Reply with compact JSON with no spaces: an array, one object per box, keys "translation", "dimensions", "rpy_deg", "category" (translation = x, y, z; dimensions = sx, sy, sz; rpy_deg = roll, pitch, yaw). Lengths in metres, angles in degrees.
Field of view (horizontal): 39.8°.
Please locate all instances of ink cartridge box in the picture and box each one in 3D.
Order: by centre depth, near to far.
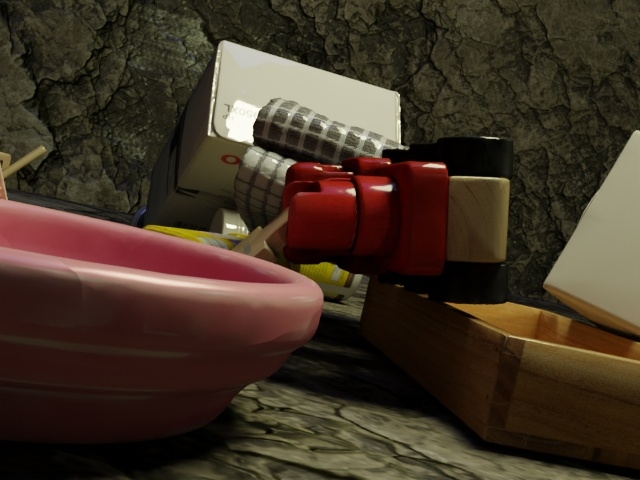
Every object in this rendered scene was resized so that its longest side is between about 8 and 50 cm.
[{"translation":[-0.087,-0.101,1.366],"dimensions":[0.285,0.166,0.395],"rpy_deg":[12,-27,-20],"category":"ink cartridge box"}]

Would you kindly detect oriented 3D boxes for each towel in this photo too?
[{"translation":[0.040,-0.042,0.953],"dimensions":[0.235,0.121,0.284],"rpy_deg":[20,-8,4],"category":"towel"}]

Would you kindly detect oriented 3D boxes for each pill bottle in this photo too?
[{"translation":[-0.050,0.015,1.275],"dimensions":[0.215,0.117,0.117],"rpy_deg":[12,1,-20],"category":"pill bottle"}]

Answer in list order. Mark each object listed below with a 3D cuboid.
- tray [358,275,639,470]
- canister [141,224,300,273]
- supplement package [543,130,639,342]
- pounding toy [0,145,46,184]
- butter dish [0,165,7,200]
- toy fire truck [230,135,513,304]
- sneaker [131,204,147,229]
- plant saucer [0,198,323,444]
[{"translation":[0.172,0.100,0.746],"dimensions":[0.203,0.076,0.411],"rpy_deg":[13,2,-9],"category":"tray"},{"translation":[-0.125,0.027,1.065],"dimensions":[0.126,0.073,0.170],"rpy_deg":[14,4,37],"category":"canister"},{"translation":[0.386,0.050,0.776],"dimensions":[0.175,0.177,0.293],"rpy_deg":[32,0,-43],"category":"supplement package"},{"translation":[-0.447,-0.075,1.119],"dimensions":[0.100,0.130,0.141],"rpy_deg":[14,2,39],"category":"pounding toy"},{"translation":[-0.422,-0.059,0.973],"dimensions":[0.118,0.160,0.160],"rpy_deg":[-11,3,-3],"category":"butter dish"},{"translation":[0.000,0.000,0.679],"dimensions":[0.246,0.158,0.217],"rpy_deg":[2,3,-11],"category":"toy fire truck"},{"translation":[-0.207,-0.011,1.569],"dimensions":[0.163,0.086,0.226],"rpy_deg":[10,-2,41],"category":"sneaker"},{"translation":[-0.166,0.027,0.459],"dimensions":[0.332,0.084,0.332],"rpy_deg":[11,1,0],"category":"plant saucer"}]
